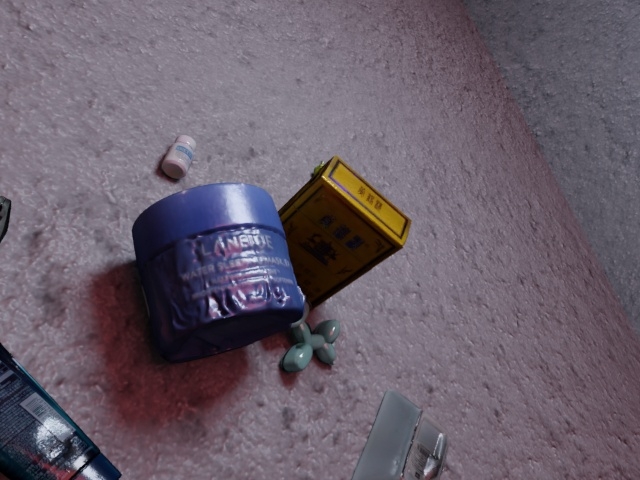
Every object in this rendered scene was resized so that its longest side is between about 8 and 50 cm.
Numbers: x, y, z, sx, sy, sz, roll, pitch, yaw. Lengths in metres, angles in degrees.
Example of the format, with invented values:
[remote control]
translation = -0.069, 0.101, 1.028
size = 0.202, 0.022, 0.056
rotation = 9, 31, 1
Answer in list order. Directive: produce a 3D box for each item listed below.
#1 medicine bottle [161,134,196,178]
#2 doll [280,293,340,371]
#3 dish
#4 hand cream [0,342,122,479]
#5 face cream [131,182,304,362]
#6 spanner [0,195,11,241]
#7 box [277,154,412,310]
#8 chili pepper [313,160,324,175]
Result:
[medicine bottle]
translation = -0.289, -0.173, 1.068
size = 0.052, 0.052, 0.089
rotation = 29, 46, -21
[doll]
translation = -0.021, 0.188, 1.021
size = 0.159, 0.059, 0.159
rotation = -28, 98, -48
[dish]
translation = 0.182, 0.425, 1.016
size = 0.182, 0.080, 0.243
rotation = 43, 44, -8
[hand cream]
translation = -0.389, 0.251, 0.684
size = 0.270, 0.061, 0.120
rotation = 43, 41, 1
[face cream]
translation = -0.165, 0.060, 0.860
size = 0.249, 0.249, 0.225
rotation = -3, 65, -41
[spanner]
translation = -0.515, 0.057, 0.722
size = 0.096, 0.040, 0.324
rotation = 28, 44, -23
[box]
translation = 0.000, 0.000, 1.000
size = 0.193, 0.301, 0.084
rotation = 39, 43, -13
[chili pepper]
translation = 0.028, -0.104, 1.298
size = 0.208, 0.043, 0.049
rotation = 66, 19, 10
